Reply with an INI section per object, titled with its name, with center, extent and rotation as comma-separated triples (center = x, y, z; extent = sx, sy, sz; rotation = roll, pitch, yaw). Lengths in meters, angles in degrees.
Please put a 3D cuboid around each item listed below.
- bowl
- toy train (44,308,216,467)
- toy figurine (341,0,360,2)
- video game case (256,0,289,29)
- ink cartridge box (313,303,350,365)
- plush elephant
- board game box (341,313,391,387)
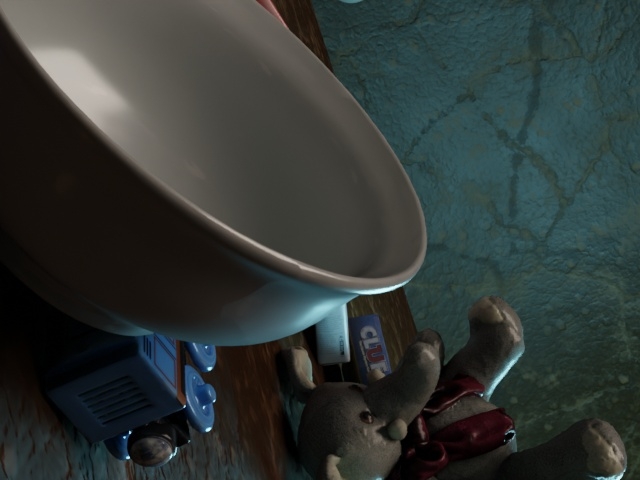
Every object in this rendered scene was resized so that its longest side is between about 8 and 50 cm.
[bowl]
center = -0.094, -0.043, 0.749
extent = 0.298, 0.134, 0.298
rotation = 35, 23, -18
[toy train]
center = -0.113, 0.049, 0.846
extent = 0.184, 0.080, 0.105
rotation = -97, 163, -49
[toy figurine]
center = -0.058, -0.324, 1.513
extent = 0.148, 0.213, 0.209
rotation = 62, -2, 38
[video game case]
center = -0.137, -0.273, 1.024
extent = 0.285, 0.025, 0.204
rotation = 56, -10, -28
[ink cartridge box]
center = 0.000, 0.000, 1.727
extent = 0.223, 0.045, 0.224
rotation = -98, -179, -46
[plush elephant]
center = 0.090, 0.197, 1.452
extent = 0.255, 0.330, 0.271
rotation = 33, 23, -44
[board game box]
center = 0.073, 0.238, 1.782
extent = 0.165, 0.042, 0.243
rotation = 94, -14, -62
